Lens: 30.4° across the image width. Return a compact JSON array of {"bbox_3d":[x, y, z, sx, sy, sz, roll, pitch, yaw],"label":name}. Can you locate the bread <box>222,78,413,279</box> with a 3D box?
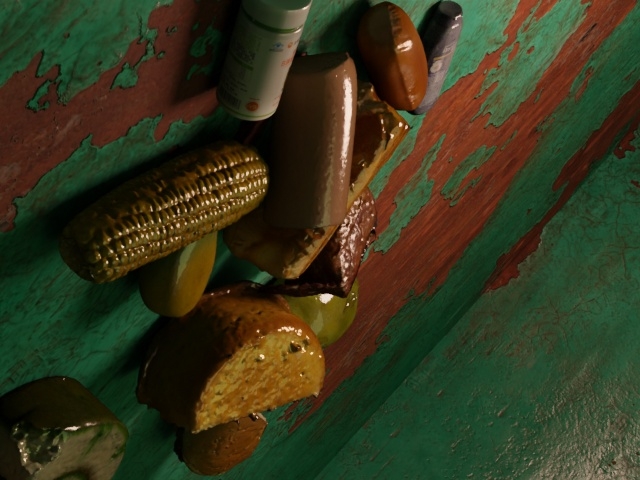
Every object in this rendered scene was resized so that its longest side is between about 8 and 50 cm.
[{"bbox_3d":[-0.008,-0.098,1.859,0.344,0.149,0.195,-53,177,7],"label":"bread"}]

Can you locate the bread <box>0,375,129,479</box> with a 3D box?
[{"bbox_3d":[-0.452,0.374,1.754,0.366,0.129,0.382,-35,156,-38],"label":"bread"}]

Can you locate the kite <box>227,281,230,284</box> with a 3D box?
[{"bbox_3d":[-0.207,0.185,2.069,0.189,0.009,0.232,-3,111,-41],"label":"kite"}]

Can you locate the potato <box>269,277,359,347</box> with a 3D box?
[{"bbox_3d":[-0.019,0.130,2.275,0.253,0.148,0.186,-37,160,-38],"label":"potato"}]

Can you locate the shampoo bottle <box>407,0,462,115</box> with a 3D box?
[{"bbox_3d":[0.199,-0.319,2.069,0.087,0.049,0.233,-37,157,-32],"label":"shampoo bottle"}]

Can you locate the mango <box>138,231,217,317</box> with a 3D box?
[{"bbox_3d":[-0.204,0.025,1.723,0.130,0.092,0.194,-12,133,-60],"label":"mango"}]

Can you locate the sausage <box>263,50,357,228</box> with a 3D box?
[{"bbox_3d":[-0.013,-0.145,1.690,0.123,0.123,0.253,-17,115,-59],"label":"sausage"}]

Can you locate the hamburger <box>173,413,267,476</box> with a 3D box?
[{"bbox_3d":[-0.201,0.343,2.268,0.245,0.155,0.282,-45,158,6],"label":"hamburger"}]

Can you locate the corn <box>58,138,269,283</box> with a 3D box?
[{"bbox_3d":[-0.195,-0.046,1.560,0.363,0.120,0.120,-32,155,-49],"label":"corn"}]

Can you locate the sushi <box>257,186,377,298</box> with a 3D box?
[{"bbox_3d":[0.002,-0.002,2.058,0.167,0.179,0.296,54,47,-50],"label":"sushi"}]

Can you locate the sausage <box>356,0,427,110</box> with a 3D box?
[{"bbox_3d":[0.117,-0.284,1.861,0.105,0.105,0.274,-49,163,-4],"label":"sausage"}]

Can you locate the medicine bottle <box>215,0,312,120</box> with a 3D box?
[{"bbox_3d":[-0.075,-0.246,1.507,0.086,0.086,0.183,-34,157,-41],"label":"medicine bottle"}]

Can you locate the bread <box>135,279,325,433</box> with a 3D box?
[{"bbox_3d":[-0.139,0.179,1.976,0.340,0.194,0.179,-12,126,-37],"label":"bread"}]
